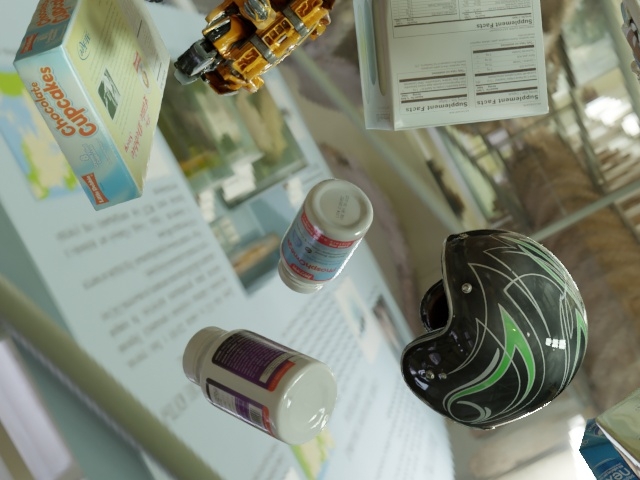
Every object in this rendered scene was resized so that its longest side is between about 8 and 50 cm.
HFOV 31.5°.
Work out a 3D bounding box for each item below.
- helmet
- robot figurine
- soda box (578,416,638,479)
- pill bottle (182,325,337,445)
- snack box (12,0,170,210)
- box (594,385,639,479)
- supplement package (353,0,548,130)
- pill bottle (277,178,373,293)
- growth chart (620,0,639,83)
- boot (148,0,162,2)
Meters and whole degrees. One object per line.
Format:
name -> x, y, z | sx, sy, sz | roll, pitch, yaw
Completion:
helmet -> 0.161, 0.075, 1.035 | 0.161, 0.169, 0.169 | -53, 171, 28
robot figurine -> -0.056, -0.226, 1.203 | 0.211, 0.085, 0.291 | -41, -174, 3
soda box -> 0.440, 0.340, 1.571 | 0.067, 0.210, 0.071 | -23, -161, 35
pill bottle -> -0.082, 0.173, 1.421 | 0.193, 0.108, 0.108 | 20, -141, 40
snack box -> -0.241, -0.200, 1.252 | 0.060, 0.187, 0.322 | -16, -146, 11
box -> 0.415, 0.186, 1.091 | 0.213, 0.117, 0.243 | -37, -172, 1
supplement package -> 0.155, -0.280, 1.439 | 0.198, 0.263, 0.199 | -7, -173, -7
pill bottle -> 0.000, 0.000, 1.423 | 0.087, 0.087, 0.160 | -31, 163, -34
growth chart -> 0.336, -0.171, 1.145 | 0.021, 0.172, 0.237 | -25, 157, 12
boot -> -0.280, -0.473, 1.797 | 0.094, 0.207, 0.246 | -47, -141, -14
